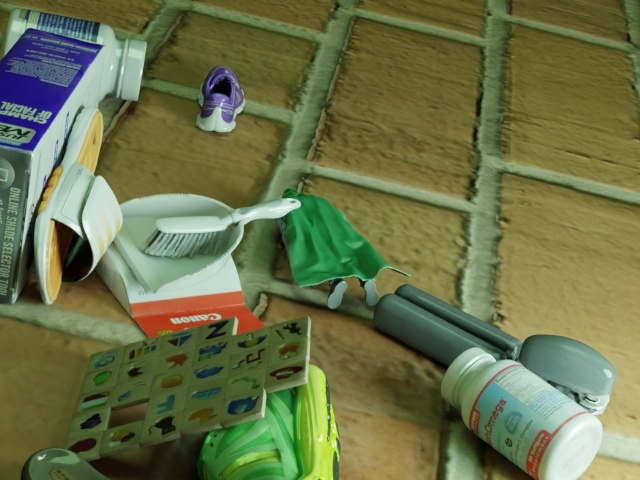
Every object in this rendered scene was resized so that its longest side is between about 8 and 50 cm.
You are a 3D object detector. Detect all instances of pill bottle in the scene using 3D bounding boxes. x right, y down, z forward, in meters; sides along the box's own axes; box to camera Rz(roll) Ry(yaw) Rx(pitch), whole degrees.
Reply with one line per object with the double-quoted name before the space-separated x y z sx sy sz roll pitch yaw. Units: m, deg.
"pill bottle" -0.335 -0.246 2.175 0.187 0.112 0.112 9 27 -7
"pill bottle" 0.202 0.178 1.634 0.087 0.087 0.160 -14 37 -42

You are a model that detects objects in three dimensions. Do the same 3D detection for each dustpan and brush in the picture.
"dustpan and brush" -0.120 -0.015 1.795 0.211 0.060 0.147 -6 39 -31

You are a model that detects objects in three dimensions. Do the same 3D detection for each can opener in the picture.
"can opener" 0.194 0.108 1.755 0.283 0.095 0.076 27 29 25

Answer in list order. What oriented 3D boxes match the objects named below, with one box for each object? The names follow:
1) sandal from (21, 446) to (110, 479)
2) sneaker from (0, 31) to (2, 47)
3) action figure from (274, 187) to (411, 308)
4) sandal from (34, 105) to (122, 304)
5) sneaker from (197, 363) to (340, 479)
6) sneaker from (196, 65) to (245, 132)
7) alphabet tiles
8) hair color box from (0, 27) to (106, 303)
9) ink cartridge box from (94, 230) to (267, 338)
"sandal" -0.174 0.234 1.382 0.219 0.060 0.090 35 34 32
"sneaker" -0.565 -0.315 2.241 0.296 0.112 0.131 36 17 35
"action figure" 0.000 0.000 1.909 0.137 0.063 0.232 0 30 -22
"sandal" -0.252 -0.047 1.754 0.076 0.102 0.265 7 51 5
"sneaker" -0.049 0.228 1.436 0.123 0.109 0.295 -11 29 10
"sneaker" -0.135 -0.210 2.243 0.068 0.071 0.170 10 26 -7
"alphabet tiles" -0.124 0.133 1.533 0.237 0.009 0.198 -15 25 9
"hair color box" -0.338 -0.094 1.801 0.110 0.185 0.339 12 26 -1
"ink cartridge box" -0.155 0.047 1.771 0.145 0.045 0.179 -6 30 -32
